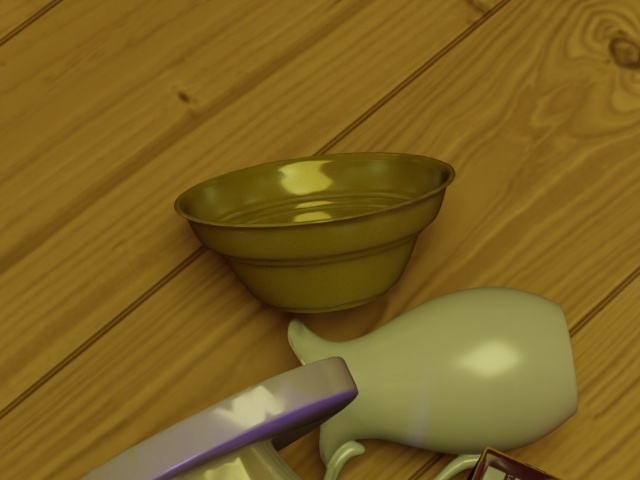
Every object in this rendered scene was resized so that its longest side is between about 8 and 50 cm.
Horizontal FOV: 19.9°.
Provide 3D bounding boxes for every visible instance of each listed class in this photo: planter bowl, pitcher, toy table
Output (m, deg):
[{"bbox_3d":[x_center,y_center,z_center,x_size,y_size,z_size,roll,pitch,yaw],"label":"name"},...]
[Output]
[{"bbox_3d":[0.000,0.000,1.405,0.217,0.217,0.090,-9,106,-9],"label":"planter bowl"},{"bbox_3d":[0.090,0.130,1.379,0.207,0.125,0.177,-9,87,2],"label":"pitcher"},{"bbox_3d":[-0.063,0.211,1.270,0.252,0.274,0.161,-10,69,-51],"label":"toy table"}]

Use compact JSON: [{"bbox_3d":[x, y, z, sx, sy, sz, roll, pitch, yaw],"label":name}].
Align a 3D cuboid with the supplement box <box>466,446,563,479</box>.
[{"bbox_3d":[0.119,0.230,1.292,0.081,0.188,0.104,24,68,5],"label":"supplement box"}]
